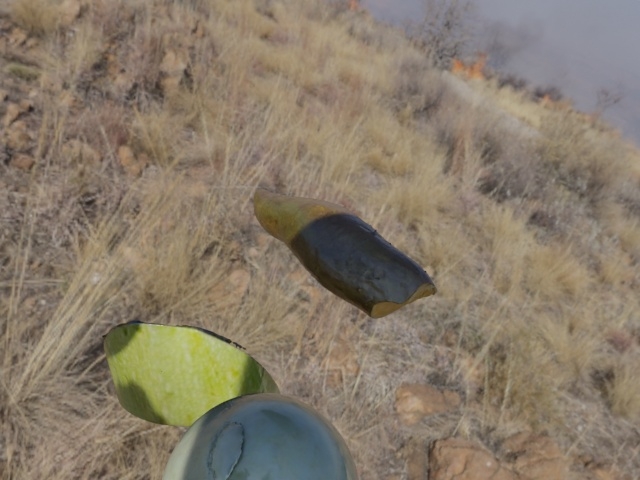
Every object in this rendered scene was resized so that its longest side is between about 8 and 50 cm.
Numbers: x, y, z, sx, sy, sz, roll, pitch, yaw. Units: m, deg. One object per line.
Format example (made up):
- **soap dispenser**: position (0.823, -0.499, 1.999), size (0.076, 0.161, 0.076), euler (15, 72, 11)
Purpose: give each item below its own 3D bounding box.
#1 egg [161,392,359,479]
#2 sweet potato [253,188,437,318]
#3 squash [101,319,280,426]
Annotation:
- **egg**: position (-0.056, 0.246, 0.528), size (0.186, 0.253, 0.187), euler (2, 50, -3)
- **sweet potato**: position (0.000, 0.000, 0.543), size (0.243, 0.077, 0.077), euler (33, 29, 34)
- **squash**: position (-0.171, 0.164, 0.754), size (0.236, 0.155, 0.204), euler (3, 5, -2)
